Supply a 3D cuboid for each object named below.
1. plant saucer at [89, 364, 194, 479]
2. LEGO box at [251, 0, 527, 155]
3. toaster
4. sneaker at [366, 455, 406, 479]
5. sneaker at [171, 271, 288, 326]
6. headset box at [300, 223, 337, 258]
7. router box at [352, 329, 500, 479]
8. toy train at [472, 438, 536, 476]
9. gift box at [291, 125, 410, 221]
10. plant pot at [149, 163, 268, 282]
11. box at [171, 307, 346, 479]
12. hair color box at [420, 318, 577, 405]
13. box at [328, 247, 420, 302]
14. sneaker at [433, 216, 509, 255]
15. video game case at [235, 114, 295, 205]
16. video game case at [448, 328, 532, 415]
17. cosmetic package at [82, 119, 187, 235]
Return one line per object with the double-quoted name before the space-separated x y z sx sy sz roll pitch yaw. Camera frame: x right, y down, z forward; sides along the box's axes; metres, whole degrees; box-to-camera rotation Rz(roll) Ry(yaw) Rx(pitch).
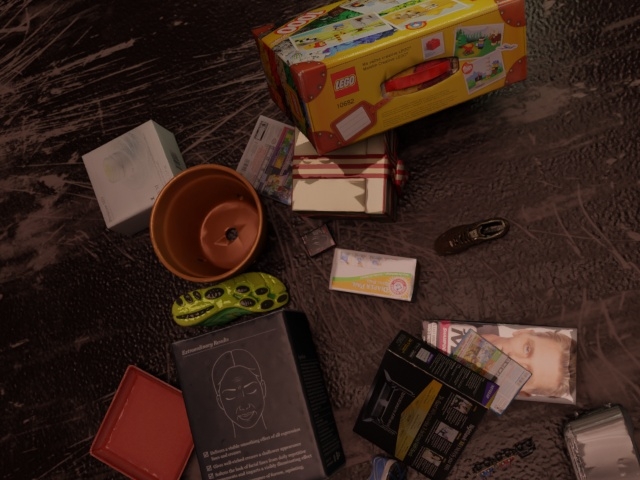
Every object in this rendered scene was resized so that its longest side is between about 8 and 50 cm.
"plant saucer" -0.438 0.493 1.786 0.259 0.048 0.258 24 87 15
"LEGO box" 0.143 -0.420 1.548 0.500 0.193 0.372 -22 35 -10
"toaster" 0.624 0.476 1.499 0.147 0.129 0.226 -17 80 14
"sneaker" 0.143 0.613 1.626 0.081 0.080 0.211 16 93 49
"sneaker" -0.231 0.153 1.759 0.296 0.123 0.109 -10 78 -7
"headset box" 0.000 0.000 1.765 0.083 0.032 0.062 -27 76 10
"router box" 0.227 0.380 1.537 0.243 0.081 0.308 29 131 15
"toy train" 0.427 0.509 1.591 0.158 0.027 0.036 -28 87 7
"gift box" 0.081 -0.184 1.655 0.258 0.255 0.276 3 92 13
"plant pot" -0.257 -0.030 1.742 0.291 0.203 0.290 -2 82 12
"box" -0.146 0.395 1.647 0.294 0.212 0.395 -18 79 11
"hair color box" 0.407 0.277 1.590 0.347 0.105 0.173 2 82 13
"box" 0.135 0.088 1.678 0.203 0.114 0.103 8 84 13
"sneaker" 0.364 -0.017 1.661 0.188 0.071 0.066 -21 78 9
"video game case" -0.119 -0.215 1.832 0.183 0.023 0.201 22 86 16
"video game case" 0.369 0.294 1.533 0.166 0.015 0.119 37 93 14
"cosmetic package" -0.486 -0.165 1.852 0.225 0.138 0.224 -26 76 10
